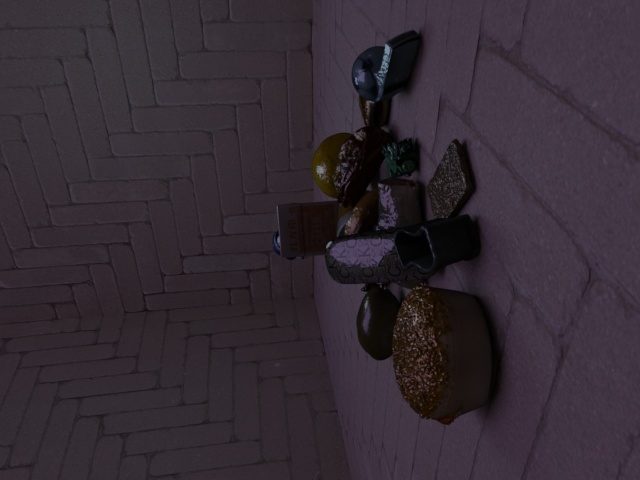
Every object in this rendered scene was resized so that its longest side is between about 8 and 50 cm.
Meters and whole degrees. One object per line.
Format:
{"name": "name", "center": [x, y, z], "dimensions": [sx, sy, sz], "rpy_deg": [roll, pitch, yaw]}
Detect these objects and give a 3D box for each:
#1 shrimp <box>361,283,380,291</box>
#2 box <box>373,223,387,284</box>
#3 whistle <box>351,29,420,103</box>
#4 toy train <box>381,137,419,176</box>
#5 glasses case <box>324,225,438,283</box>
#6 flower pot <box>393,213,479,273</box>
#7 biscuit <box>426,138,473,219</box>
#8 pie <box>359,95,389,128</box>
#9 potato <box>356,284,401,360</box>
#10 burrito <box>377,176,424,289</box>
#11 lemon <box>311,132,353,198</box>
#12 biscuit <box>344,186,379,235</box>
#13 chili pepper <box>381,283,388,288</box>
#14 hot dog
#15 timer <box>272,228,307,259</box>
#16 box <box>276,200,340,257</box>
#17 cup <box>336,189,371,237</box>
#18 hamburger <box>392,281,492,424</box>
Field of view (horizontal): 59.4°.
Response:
{"name": "shrimp", "center": [0.157, 0.119, 1.943], "dimensions": [0.145, 0.059, 0.254], "rpy_deg": [64, -152, -13]}
{"name": "box", "center": [0.211, 0.034, 1.652], "dimensions": [0.036, 0.115, 0.178], "rpy_deg": [13, 111, 54]}
{"name": "whistle", "center": [0.166, -0.481, 1.543], "dimensions": [0.290, 0.163, 0.164], "rpy_deg": [101, 164, -61]}
{"name": "toy train", "center": [0.222, -0.229, 1.571], "dimensions": [0.178, 0.071, 0.105], "rpy_deg": [-135, 33, -82]}
{"name": "glasses case", "center": [0.155, 0.041, 1.478], "dimensions": [0.354, 0.085, 0.137], "rpy_deg": [-8, 96, 41]}
{"name": "flower pot", "center": [0.249, 0.008, 1.235], "dimensions": [0.229, 0.108, 0.103], "rpy_deg": [174, 81, -80]}
{"name": "biscuit", "center": [0.288, -0.118, 1.260], "dimensions": [0.231, 0.025, 0.131], "rpy_deg": [103, 159, -68]}
{"name": "pie", "center": [0.167, -0.460, 1.817], "dimensions": [0.179, 0.084, 0.205], "rpy_deg": [-103, 8, -50]}
{"name": "potato", "center": [0.189, 0.260, 1.808], "dimensions": [0.174, 0.159, 0.252], "rpy_deg": [34, 123, 51]}
{"name": "burrito", "center": [0.216, -0.019, 1.537], "dimensions": [0.143, 0.105, 0.299], "rpy_deg": [10, 107, 53]}
{"name": "lemon", "center": [0.081, -0.273, 2.050], "dimensions": [0.263, 0.235, 0.236], "rpy_deg": [-121, 25, -49]}
{"name": "biscuit", "center": [0.164, -0.047, 1.699], "dimensions": [0.091, 0.213, 0.274], "rpy_deg": [48, 141, 38]}
{"name": "chili pepper", "center": [0.226, 0.128, 1.931], "dimensions": [0.178, 0.027, 0.045], "rpy_deg": [94, 174, -56]}
{"name": "hot dog", "center": [0.118, -0.235, 1.787], "dimensions": [0.272, 0.122, 0.196], "rpy_deg": [-56, 23, 27]}
{"name": "timer", "center": [0.000, 0.000, 2.248], "dimensions": [0.270, 0.383, 0.271], "rpy_deg": [175, 90, -83]}
{"name": "box", "center": [0.023, -0.047, 2.115], "dimensions": [0.051, 0.365, 0.205], "rpy_deg": [-23, -71, -80]}
{"name": "cup", "center": [0.156, -0.041, 1.922], "dimensions": [0.241, 0.185, 0.226], "rpy_deg": [54, -162, -31]}
{"name": "hamburger", "center": [0.246, 0.239, 1.194], "dimensions": [0.276, 0.179, 0.294], "rpy_deg": [-108, 15, -67]}
